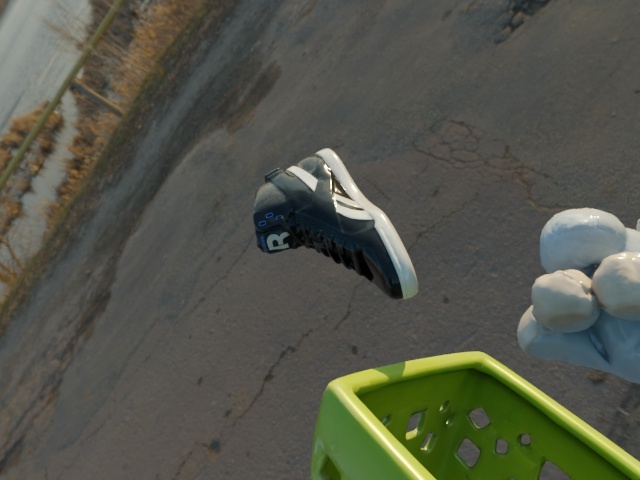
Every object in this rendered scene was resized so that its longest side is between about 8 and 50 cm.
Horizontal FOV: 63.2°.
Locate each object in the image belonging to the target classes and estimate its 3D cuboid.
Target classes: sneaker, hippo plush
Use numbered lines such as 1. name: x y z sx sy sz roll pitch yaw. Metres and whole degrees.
1. sneaker: 0.000 0.000 0.531 0.121 0.079 0.217 -25 46 -7
2. hippo plush: 0.425 0.052 0.713 0.234 0.294 0.237 116 175 -53

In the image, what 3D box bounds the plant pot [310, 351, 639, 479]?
1. plant pot: 0.121 0.247 0.428 0.227 0.228 0.207 36 116 45
